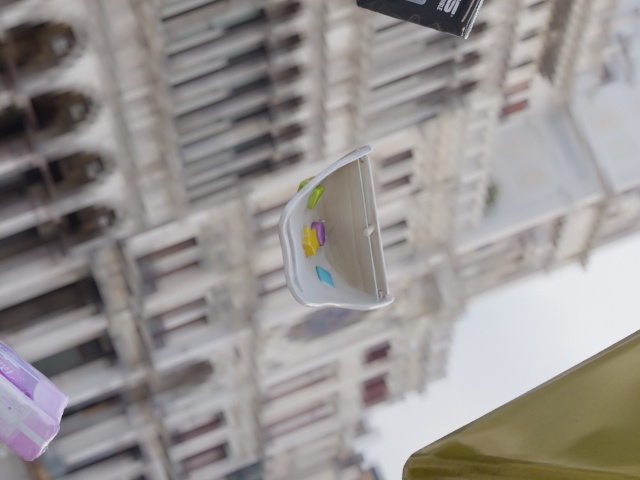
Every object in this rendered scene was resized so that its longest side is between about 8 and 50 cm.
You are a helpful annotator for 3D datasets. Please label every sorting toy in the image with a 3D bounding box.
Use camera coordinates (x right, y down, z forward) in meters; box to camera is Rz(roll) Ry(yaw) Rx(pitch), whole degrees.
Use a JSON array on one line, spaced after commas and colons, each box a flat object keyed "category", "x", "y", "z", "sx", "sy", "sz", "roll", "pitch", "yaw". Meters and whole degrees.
[{"category": "sorting toy", "x": 0.000, "y": 0.000, "z": 0.985, "sx": 0.075, "sy": 0.045, "sz": 0.083, "roll": -28, "pitch": 112, "yaw": -64}]

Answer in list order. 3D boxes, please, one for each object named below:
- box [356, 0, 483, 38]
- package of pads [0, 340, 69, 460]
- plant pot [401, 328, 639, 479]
[{"category": "box", "x": 0.072, "y": -0.305, "z": 1.202, "sx": 0.307, "sy": 0.076, "sz": 0.242, "roll": -107, "pitch": -144, "yaw": -56}, {"category": "package of pads", "x": -0.170, "y": 0.074, "z": 1.008, "sx": 0.083, "sy": 0.032, "sz": 0.050, "roll": 41, "pitch": 8, "yaw": -11}, {"category": "plant pot", "x": 0.197, "y": 0.141, "z": 0.833, "sx": 0.212, "sy": 0.212, "sz": 0.187, "roll": 64, "pitch": -20, "yaw": -2}]
